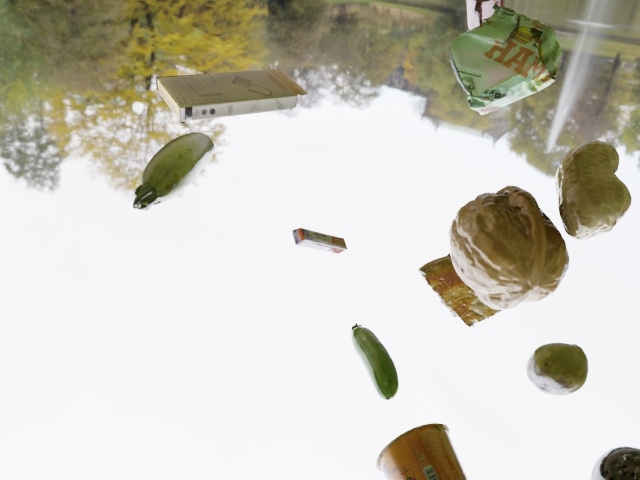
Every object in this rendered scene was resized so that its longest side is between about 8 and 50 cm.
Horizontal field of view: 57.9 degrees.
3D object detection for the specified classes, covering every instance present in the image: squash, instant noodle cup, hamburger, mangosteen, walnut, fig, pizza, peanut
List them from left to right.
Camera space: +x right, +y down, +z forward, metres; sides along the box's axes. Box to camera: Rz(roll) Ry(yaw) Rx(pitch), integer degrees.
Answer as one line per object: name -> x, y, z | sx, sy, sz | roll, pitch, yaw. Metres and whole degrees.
squash -> -0.278, -0.145, 1.123 | 0.094, 0.094, 0.341 | 11, -153, 5
squash -> 0.196, 0.423, 2.091 | 0.107, 0.107, 0.395 | 1, -153, -18
instant noodle cup -> 0.268, 0.589, 1.447 | 0.216, 0.215, 0.172 | -2, -140, -25
pizza -> 0.456, 0.151, 1.755 | 0.336, 0.226, 0.086 | 8, -163, 4
hamburger -> 0.393, -0.398, 1.240 | 0.125, 0.214, 0.235 | 40, -147, -53
walnut -> 0.381, 0.017, 1.177 | 0.224, 0.257, 0.257 | 11, -159, -15
fig -> 0.598, 0.327, 1.461 | 0.153, 0.136, 0.120 | -19, -150, 29
peanut -> 0.542, -0.107, 1.157 | 0.137, 0.122, 0.253 | 15, -128, -1
mangosteen -> 0.840, 0.673, 1.552 | 0.243, 0.243, 0.243 | 8, -158, -3

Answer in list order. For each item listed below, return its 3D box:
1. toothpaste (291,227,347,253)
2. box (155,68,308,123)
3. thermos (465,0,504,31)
toothpaste -> 0.000, 0.000, 1.600 | 0.196, 0.040, 0.047 | 14, -126, -51
box -> -0.157, -0.266, 1.047 | 0.247, 0.033, 0.129 | -12, -139, -27
thermos -> 0.385, -0.562, 1.356 | 0.099, 0.124, 0.232 | 18, 175, 19
